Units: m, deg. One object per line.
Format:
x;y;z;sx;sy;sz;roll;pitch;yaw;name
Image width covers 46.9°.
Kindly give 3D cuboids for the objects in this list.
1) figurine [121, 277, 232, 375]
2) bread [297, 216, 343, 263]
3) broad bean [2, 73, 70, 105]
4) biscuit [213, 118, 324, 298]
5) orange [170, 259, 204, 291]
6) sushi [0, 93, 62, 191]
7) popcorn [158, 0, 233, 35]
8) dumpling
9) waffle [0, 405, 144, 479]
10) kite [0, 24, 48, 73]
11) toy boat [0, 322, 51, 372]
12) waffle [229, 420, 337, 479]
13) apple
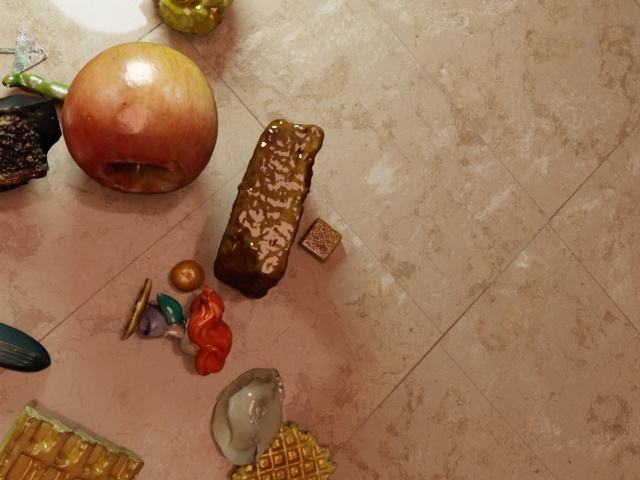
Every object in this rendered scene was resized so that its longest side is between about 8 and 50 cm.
-0.324;0.200;1.776;0.257;0.181;0.208;22;76;-14;figurine
0.000;0.000;1.993;0.090;0.035;0.094;39;72;-8;bread
-0.671;-0.371;1.820;0.213;0.048;0.070;10;36;-23;broad bean
-0.133;-0.076;1.804;0.166;0.342;0.395;19;73;-10;biscuit
-0.333;0.088;1.850;0.083;0.070;0.083;0;88;-8;orange
-0.737;-0.216;1.690;0.227;0.215;0.213;-24;115;-35;sushi
-0.329;-0.679;1.907;0.252;0.215;0.287;8;75;16;popcorn
-0.184;0.424;1.816;0.172;0.142;0.247;7;66;27;dumpling
-0.592;0.556;1.612;0.348;0.077;0.304;43;70;-39;waffle
-0.759;-0.476;1.835;0.152;0.005;0.137;7;76;-17;kite
-0.735;0.240;1.690;0.246;0.103;0.093;27;59;-26;toy boat
-0.098;0.592;1.854;0.250;0.056;0.261;35;74;-10;waffle
-0.415;-0.291;1.733;0.363;0.364;0.364;3;80;-18;apple
